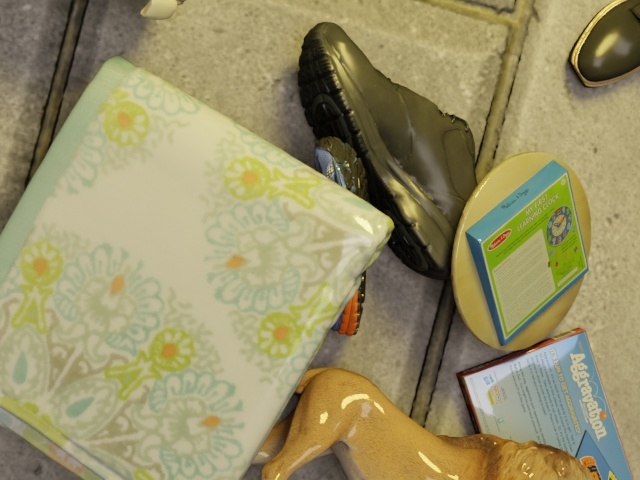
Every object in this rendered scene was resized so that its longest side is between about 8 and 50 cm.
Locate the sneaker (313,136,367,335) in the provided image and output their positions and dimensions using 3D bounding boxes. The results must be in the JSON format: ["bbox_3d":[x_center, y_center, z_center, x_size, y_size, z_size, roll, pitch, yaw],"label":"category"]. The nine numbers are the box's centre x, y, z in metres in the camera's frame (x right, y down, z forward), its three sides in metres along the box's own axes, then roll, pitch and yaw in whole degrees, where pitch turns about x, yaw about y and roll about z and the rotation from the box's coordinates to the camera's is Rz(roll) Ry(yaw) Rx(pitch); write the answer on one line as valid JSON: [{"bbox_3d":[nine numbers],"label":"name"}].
[{"bbox_3d":[0.000,0.000,1.662,0.087,0.083,0.221,3,121,5],"label":"sneaker"}]

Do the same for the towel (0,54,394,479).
[{"bbox_3d":[-0.157,0.059,1.602,0.320,0.090,0.374,31,96,7],"label":"towel"}]

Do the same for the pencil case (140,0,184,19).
[{"bbox_3d":[-0.109,-0.414,1.581,0.160,0.183,0.410,23,98,-54],"label":"pencil case"}]

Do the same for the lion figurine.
[{"bbox_3d":[0.073,0.227,1.683,0.392,0.142,0.240,36,73,0],"label":"lion figurine"}]

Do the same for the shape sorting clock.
[{"bbox_3d":[0.205,0.011,1.724,0.206,0.040,0.206,-16,114,-40],"label":"shape sorting clock"}]

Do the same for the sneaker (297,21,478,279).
[{"bbox_3d":[0.081,-0.104,1.706,0.130,0.109,0.286,-37,107,-18],"label":"sneaker"}]

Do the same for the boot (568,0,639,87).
[{"bbox_3d":[0.357,-0.229,1.729,0.198,0.137,0.077,-37,99,-7],"label":"boot"}]

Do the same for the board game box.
[{"bbox_3d":[0.255,0.248,1.787,0.145,0.027,0.281,-19,97,-9],"label":"board game box"}]
